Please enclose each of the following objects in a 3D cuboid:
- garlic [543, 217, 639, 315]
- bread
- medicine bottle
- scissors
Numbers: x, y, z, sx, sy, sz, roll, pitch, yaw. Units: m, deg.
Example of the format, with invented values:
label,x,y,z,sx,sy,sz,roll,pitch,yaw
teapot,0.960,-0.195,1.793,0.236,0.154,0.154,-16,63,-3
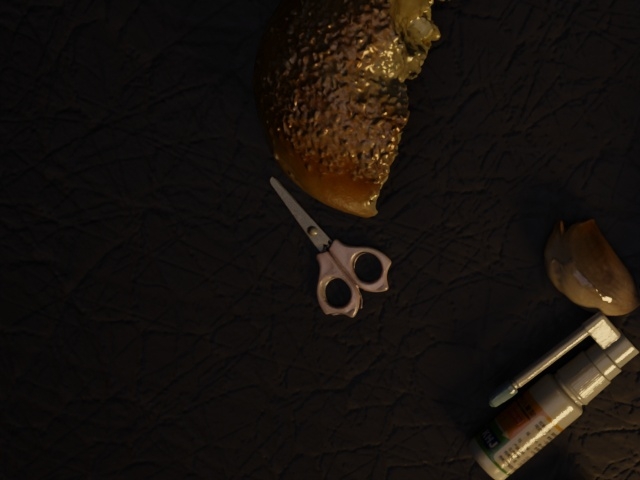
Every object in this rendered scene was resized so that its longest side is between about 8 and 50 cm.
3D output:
label,x,y,z,sx,sy,sz,roll,pitch,yaw
garlic,0.309,0.041,1.513,0.084,0.066,0.152,-38,88,7
bread,0.026,-0.197,1.475,0.192,0.171,0.314,22,97,1
medicine bottle,0.257,0.174,1.529,0.221,0.061,0.092,-42,116,9
scissors,0.000,0.000,1.577,0.100,0.015,0.189,-39,88,8
